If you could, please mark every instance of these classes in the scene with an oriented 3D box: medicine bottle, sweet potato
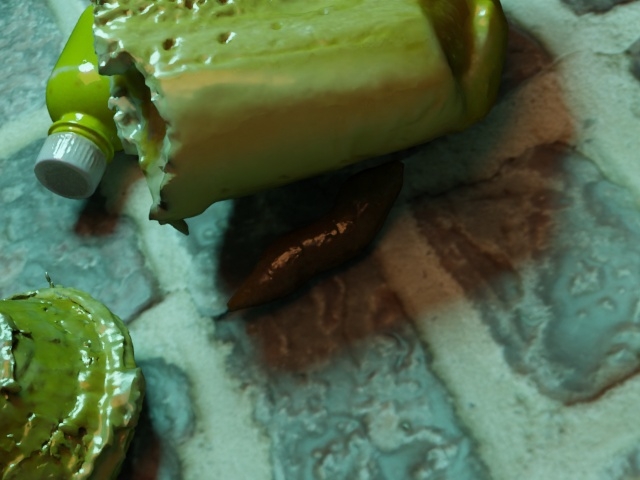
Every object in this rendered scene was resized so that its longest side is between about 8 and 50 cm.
[{"bbox_3d":[-0.235,-0.145,1.592,0.121,0.122,0.212,1,52,25],"label":"medicine bottle"},{"bbox_3d":[0.002,0.001,1.409,0.218,0.051,0.065,-41,51,-11],"label":"sweet potato"}]

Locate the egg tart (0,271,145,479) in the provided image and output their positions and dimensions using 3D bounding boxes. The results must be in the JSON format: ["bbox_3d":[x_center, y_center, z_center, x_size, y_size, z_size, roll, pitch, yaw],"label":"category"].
[{"bbox_3d":[-0.329,0.161,1.366,0.341,0.132,0.341,-13,48,15],"label":"egg tart"}]

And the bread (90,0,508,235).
[{"bbox_3d":[-0.019,-0.198,1.447,0.394,0.250,0.361,-12,66,-7],"label":"bread"}]
